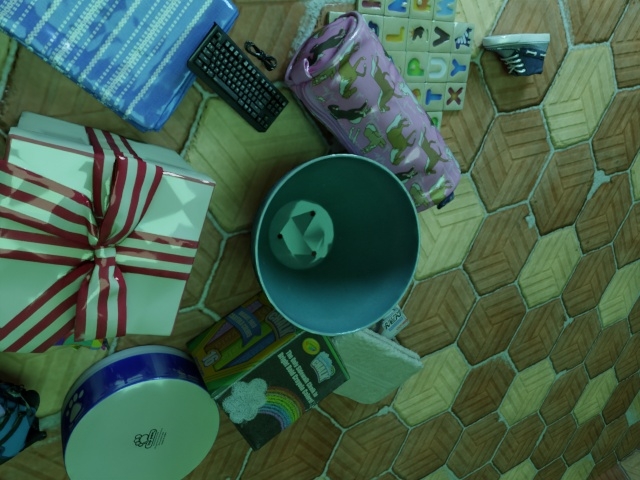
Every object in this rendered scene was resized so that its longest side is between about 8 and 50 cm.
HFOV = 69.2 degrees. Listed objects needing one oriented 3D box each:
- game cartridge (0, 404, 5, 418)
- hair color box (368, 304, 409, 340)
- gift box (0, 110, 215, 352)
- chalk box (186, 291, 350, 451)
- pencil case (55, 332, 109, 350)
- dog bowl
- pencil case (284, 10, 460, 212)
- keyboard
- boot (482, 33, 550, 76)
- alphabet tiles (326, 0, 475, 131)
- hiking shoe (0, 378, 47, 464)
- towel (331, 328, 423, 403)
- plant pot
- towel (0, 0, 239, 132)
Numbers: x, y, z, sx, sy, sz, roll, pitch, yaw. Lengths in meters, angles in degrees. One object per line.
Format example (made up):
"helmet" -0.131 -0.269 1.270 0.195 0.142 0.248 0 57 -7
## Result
"game cartridge" -0.559 0.137 0.531 0.230 0.068 0.355 -40 83 -13
"hair color box" 0.130 0.162 1.076 0.093 0.053 0.167 -41 124 -7
"gift box" -0.317 -0.014 0.609 0.276 0.258 0.255 5 108 -33
"chalk box" -0.075 0.215 0.904 0.289 0.179 0.180 -34 123 -15
"pencil case" -0.438 0.118 0.697 0.236 0.104 0.104 12 104 -32
"dog bowl" -0.325 0.332 0.852 0.264 0.104 0.265 -12 116 -26
"pencil case" 0.103 -0.205 0.823 0.160 0.167 0.386 -28 129 23
"keyboard" -0.116 -0.262 0.739 0.108 0.023 0.180 -55 139 -2
"boot" 0.418 -0.392 0.987 0.190 0.069 0.086 -14 115 -27
"alphabet tiles" 0.160 -0.336 0.898 0.342 0.011 0.285 -9 116 -27
"hiking shoe" -0.498 0.239 0.688 0.132 0.113 0.304 -22 148 -39
"towel" 0.095 0.289 1.080 0.187 0.049 0.282 -43 127 17
"plant pot" 0.000 0.000 0.822 0.290 0.195 0.290 -3 97 -23
"towel" -0.297 -0.333 0.615 0.336 0.040 0.243 36 90 -36
